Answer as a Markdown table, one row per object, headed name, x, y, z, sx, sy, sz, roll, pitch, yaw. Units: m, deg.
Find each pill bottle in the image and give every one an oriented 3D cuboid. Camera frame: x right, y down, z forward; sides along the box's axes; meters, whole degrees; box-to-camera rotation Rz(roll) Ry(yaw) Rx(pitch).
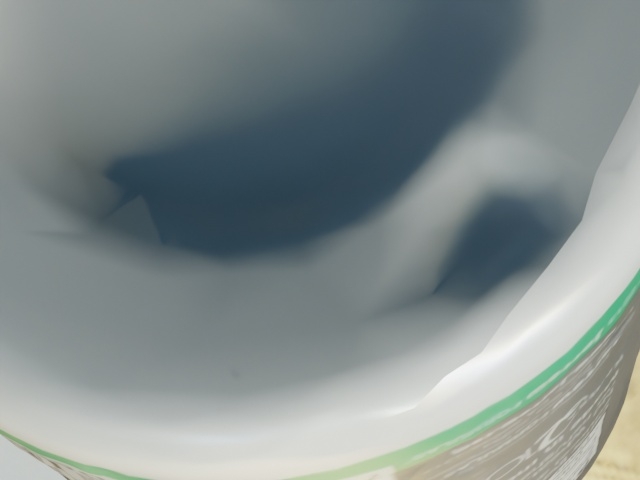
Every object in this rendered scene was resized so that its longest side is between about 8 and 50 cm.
| name | x | y | z | sx | sy | sz | roll | pitch | yaw |
| --- | --- | --- | --- | --- | --- | --- | --- | --- | --- |
| pill bottle | 0.000 | 0.000 | 0.507 | 0.204 | 0.361 | 0.204 | -2 | 73 | 5 |

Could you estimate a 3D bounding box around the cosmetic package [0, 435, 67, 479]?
| name | x | y | z | sx | sy | sz | roll | pitch | yaw |
| --- | --- | --- | --- | --- | --- | --- | --- | --- | --- |
| cosmetic package | -0.046 | 0.073 | 1.121 | 0.327 | 0.329 | 0.393 | 12 | 37 | 9 |
